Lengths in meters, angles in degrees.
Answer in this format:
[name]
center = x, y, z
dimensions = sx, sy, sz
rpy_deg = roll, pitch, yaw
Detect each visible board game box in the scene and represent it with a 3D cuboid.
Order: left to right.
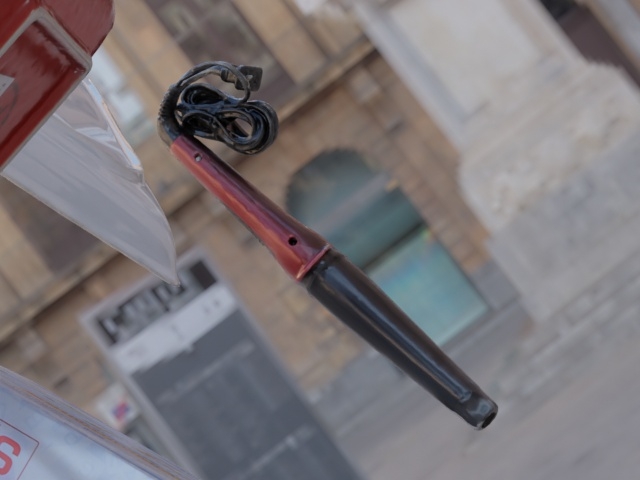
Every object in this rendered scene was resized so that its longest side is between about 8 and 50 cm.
[board game box]
center = -0.085, 0.148, 1.016
dimensions = 0.066, 0.319, 0.318
rpy_deg = -60, -15, -6

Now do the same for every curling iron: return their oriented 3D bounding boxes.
[curling iron]
center = 0.000, 0.000, 1.074
dimensions = 0.035, 0.274, 0.068
rpy_deg = -2, -44, -54

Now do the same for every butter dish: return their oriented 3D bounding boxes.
[butter dish]
center = -0.178, -0.080, 0.807
dimensions = 0.160, 0.118, 0.160
rpy_deg = -49, -8, -2

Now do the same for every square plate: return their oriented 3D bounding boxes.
[square plate]
center = -0.256, -0.136, 1.450
dimensions = 0.049, 0.347, 0.344
rpy_deg = -49, 30, 7
